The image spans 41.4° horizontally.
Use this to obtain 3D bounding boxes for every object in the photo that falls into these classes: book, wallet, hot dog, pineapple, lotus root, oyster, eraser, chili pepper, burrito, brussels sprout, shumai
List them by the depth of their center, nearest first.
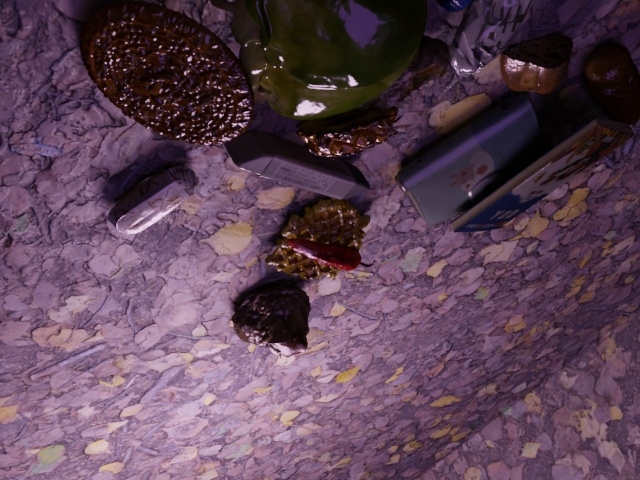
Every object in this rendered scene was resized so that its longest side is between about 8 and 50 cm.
[{"bbox_3d":[0.007,-0.373,1.343,0.315,0.275,0.371,-19,137,17],"label":"brussels sprout"},{"bbox_3d":[0.100,-0.328,1.583,0.342,0.166,0.110,-5,141,-13],"label":"oyster"},{"bbox_3d":[0.358,-0.476,1.604,0.139,0.101,0.445,-10,139,-43],"label":"burrito"},{"bbox_3d":[0.056,-0.210,1.630,0.225,0.225,0.076,-19,112,-14],"label":"pineapple"},{"bbox_3d":[-0.326,-0.081,1.663,0.192,0.053,0.099,-37,145,6],"label":"hot dog"},{"bbox_3d":[-0.039,-0.152,1.739,0.352,0.089,0.061,14,122,-43],"label":"eraser"},{"bbox_3d":[0.473,-0.369,1.825,0.159,0.095,0.135,-22,148,-1],"label":"lotus root"},{"bbox_3d":[0.029,0.035,1.961,0.268,0.050,0.059,17,127,-39],"label":"chili pepper"},{"bbox_3d":[0.365,-0.178,1.995,0.360,0.083,0.252,-33,140,6],"label":"wallet"},{"bbox_3d":[0.539,-0.151,2.057,0.428,0.039,0.300,-39,163,30],"label":"book"},{"bbox_3d":[-0.106,0.217,2.075,0.206,0.175,0.166,-27,145,3],"label":"shumai"}]

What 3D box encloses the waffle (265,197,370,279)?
[{"bbox_3d":[0.000,0.000,1.980,0.243,0.058,0.238,18,123,-45],"label":"waffle"}]

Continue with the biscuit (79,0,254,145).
[{"bbox_3d":[-0.246,-0.254,1.351,0.305,0.038,0.305,16,148,11],"label":"biscuit"}]

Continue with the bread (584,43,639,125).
[{"bbox_3d":[0.717,-0.351,2.018,0.124,0.084,0.344,-38,144,13],"label":"bread"}]

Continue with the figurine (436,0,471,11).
[{"bbox_3d":[0.218,-0.469,1.540,0.149,0.087,0.086,2,172,-35],"label":"figurine"}]
